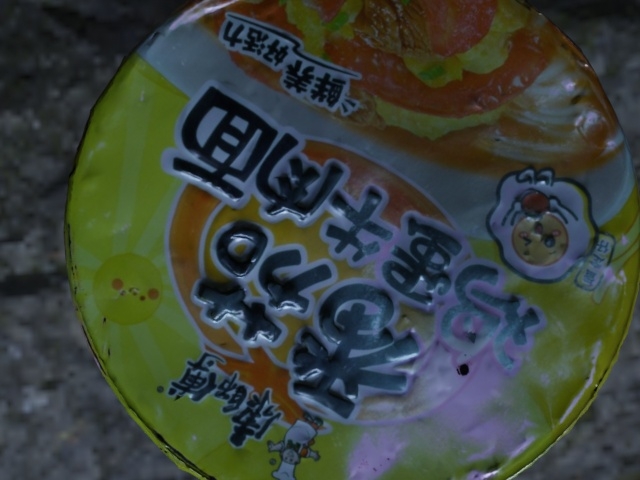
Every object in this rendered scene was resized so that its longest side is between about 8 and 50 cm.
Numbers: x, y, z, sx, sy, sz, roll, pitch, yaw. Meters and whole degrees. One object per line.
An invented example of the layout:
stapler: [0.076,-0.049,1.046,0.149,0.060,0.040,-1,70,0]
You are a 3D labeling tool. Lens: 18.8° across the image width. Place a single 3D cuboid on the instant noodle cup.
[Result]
instant noodle cup: [0.000,0.000,0.938,0.264,0.264,0.200,-3,179,-12]
